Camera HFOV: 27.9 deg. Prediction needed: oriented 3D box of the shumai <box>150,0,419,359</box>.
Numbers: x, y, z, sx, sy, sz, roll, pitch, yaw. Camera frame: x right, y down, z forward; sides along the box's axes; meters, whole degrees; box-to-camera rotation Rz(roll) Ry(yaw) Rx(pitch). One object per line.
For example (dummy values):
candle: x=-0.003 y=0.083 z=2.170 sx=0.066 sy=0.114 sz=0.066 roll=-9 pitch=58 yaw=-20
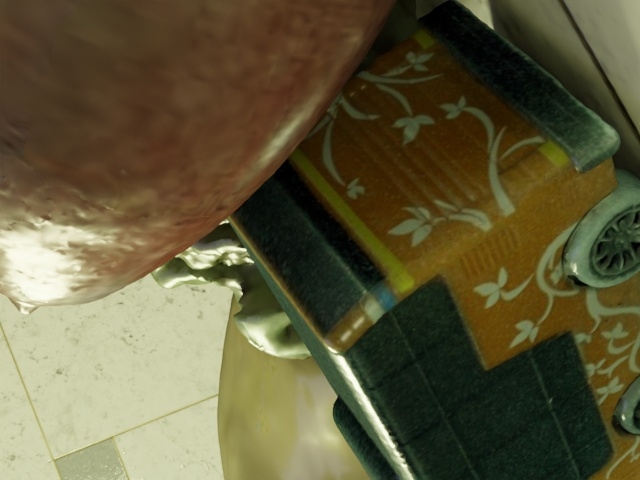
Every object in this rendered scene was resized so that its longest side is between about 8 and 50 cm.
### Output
shumai: x=-0.029 y=-0.058 z=0.740 sx=0.256 sy=0.189 sz=0.218 roll=-2 pitch=136 yaw=38

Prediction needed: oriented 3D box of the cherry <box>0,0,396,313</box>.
cherry: x=-0.090 y=-0.122 z=0.522 sx=0.221 sy=0.307 sz=0.261 roll=21 pitch=176 yaw=-43

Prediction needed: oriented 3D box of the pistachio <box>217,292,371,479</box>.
pistachio: x=0.060 y=0.199 z=0.996 sx=0.365 sy=0.281 sz=0.445 roll=14 pitch=123 yaw=54

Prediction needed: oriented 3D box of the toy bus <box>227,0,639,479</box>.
toy bus: x=0.077 y=0.045 z=0.629 sx=0.138 sy=0.167 sz=0.275 roll=50 pitch=173 yaw=43
